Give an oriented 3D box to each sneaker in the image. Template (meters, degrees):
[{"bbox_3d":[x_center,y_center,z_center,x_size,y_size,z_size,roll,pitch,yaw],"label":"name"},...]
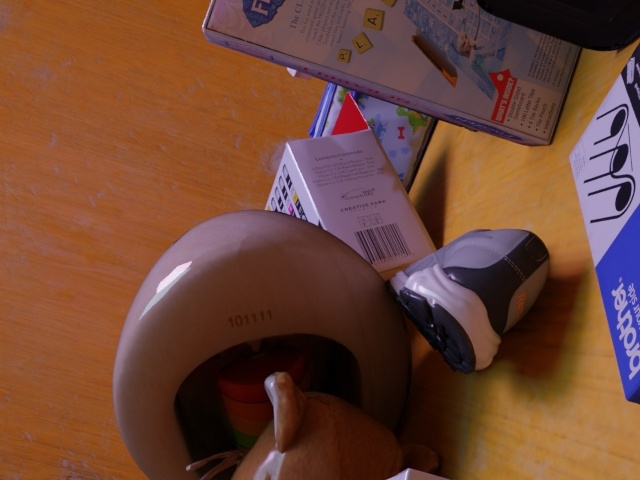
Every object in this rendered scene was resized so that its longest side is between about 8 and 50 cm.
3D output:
[{"bbox_3d":[0.126,0.045,0.657,0.108,0.100,0.271,-40,-2,-3],"label":"sneaker"}]

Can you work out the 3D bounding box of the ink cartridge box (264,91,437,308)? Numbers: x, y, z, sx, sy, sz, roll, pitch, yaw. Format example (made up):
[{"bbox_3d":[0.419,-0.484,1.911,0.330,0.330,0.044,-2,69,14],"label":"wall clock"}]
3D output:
[{"bbox_3d":[0.000,0.000,1.068,0.272,0.130,0.309,66,154,25],"label":"ink cartridge box"}]

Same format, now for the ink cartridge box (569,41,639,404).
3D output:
[{"bbox_3d":[0.186,-0.019,0.414,0.207,0.046,0.097,-80,9,-50],"label":"ink cartridge box"}]

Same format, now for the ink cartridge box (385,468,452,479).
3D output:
[{"bbox_3d":[0.085,0.182,0.409,0.052,0.122,0.089,118,167,-60],"label":"ink cartridge box"}]

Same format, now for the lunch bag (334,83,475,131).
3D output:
[{"bbox_3d":[0.120,-0.291,0.857,0.169,0.235,0.287,-95,23,-81],"label":"lunch bag"}]

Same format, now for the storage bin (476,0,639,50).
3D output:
[{"bbox_3d":[0.194,-0.214,0.522,0.180,0.122,0.084,129,157,-74],"label":"storage bin"}]

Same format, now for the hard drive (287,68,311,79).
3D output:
[{"bbox_3d":[0.005,-0.409,1.085,0.308,0.040,0.203,-62,35,39],"label":"hard drive"}]

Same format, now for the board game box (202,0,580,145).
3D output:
[{"bbox_3d":[0.095,-0.281,0.685,0.066,0.317,0.319,-141,69,-84],"label":"board game box"}]

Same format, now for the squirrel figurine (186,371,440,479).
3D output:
[{"bbox_3d":[-0.009,0.296,0.597,0.397,0.281,0.371,-30,31,61],"label":"squirrel figurine"}]

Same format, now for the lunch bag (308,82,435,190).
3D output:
[{"bbox_3d":[0.081,-0.184,1.201,0.090,0.176,0.219,-84,14,-63],"label":"lunch bag"}]

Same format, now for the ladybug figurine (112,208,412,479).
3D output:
[{"bbox_3d":[-0.062,0.139,0.833,0.162,0.305,0.449,-112,14,-46],"label":"ladybug figurine"}]
